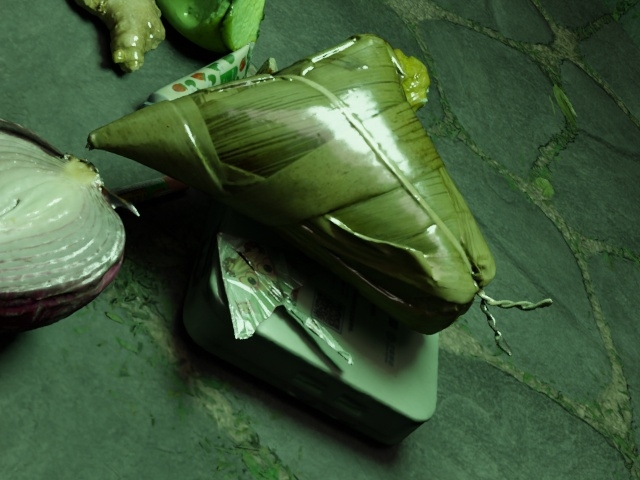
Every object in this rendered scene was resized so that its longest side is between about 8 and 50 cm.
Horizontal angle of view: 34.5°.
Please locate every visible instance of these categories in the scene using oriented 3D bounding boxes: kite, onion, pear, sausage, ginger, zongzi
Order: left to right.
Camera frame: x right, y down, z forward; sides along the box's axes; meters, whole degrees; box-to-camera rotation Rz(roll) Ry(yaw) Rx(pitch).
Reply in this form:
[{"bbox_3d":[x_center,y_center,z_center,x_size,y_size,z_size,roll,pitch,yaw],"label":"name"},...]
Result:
[{"bbox_3d":[-0.398,0.020,1.144,0.267,0.159,0.349,43,43,14],"label":"onion"},{"bbox_3d":[-0.307,-0.358,1.631,0.137,0.074,0.213,-17,66,-40],"label":"ginger"},{"bbox_3d":[-0.258,-0.066,1.453,0.223,0.029,0.029,-21,73,-50],"label":"sausage"},{"bbox_3d":[-0.203,-0.466,1.693,0.292,0.292,0.159,50,36,4],"label":"pear"},{"bbox_3d":[-0.049,0.080,1.356,0.250,0.012,0.229,43,38,1],"label":"kite"},{"bbox_3d":[-0.009,0.008,1.371,0.467,0.218,0.500,-24,80,-28],"label":"zongzi"}]

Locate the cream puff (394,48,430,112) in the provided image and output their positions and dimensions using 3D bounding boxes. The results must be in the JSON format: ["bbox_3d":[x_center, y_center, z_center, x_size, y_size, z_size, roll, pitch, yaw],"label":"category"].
[{"bbox_3d":[0.127,-0.298,1.955,0.156,0.121,0.156,21,50,-28],"label":"cream puff"}]

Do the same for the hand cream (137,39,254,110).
[{"bbox_3d":[-0.188,-0.240,1.640,0.059,0.095,0.276,28,37,18],"label":"hand cream"}]

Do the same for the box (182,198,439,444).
[{"bbox_3d":[0.007,0.064,1.528,0.396,0.111,0.396,32,40,-20],"label":"box"}]

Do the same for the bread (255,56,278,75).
[{"bbox_3d":[-0.096,-0.261,1.768,0.109,0.062,0.043,73,18,-44],"label":"bread"}]
